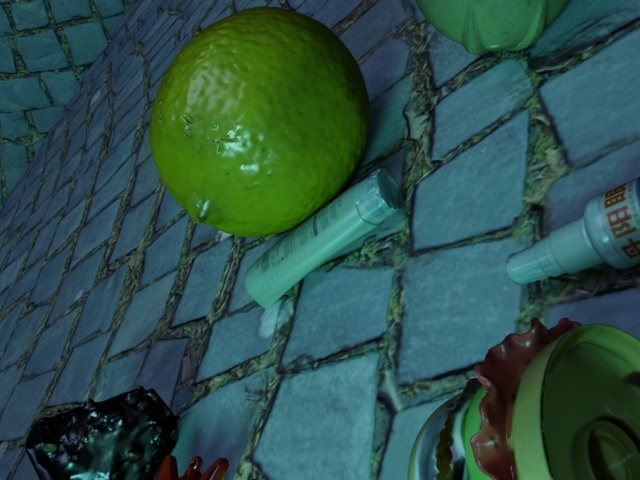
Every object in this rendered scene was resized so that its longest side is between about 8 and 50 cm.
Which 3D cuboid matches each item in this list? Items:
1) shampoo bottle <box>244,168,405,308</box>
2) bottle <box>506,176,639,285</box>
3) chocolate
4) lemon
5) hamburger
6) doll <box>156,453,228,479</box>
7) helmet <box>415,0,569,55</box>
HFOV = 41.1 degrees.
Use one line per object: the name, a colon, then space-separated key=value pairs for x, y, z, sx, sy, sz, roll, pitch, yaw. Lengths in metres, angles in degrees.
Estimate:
shampoo bottle: x=0.000 y=0.000 z=0.935 sx=0.212 sy=0.049 sz=0.072 roll=-36 pitch=25 yaw=32
bottle: x=0.227 y=-0.014 z=0.596 sx=0.217 sy=0.060 sz=0.060 roll=-29 pitch=36 yaw=40
chocolate: x=-0.223 y=0.220 z=0.940 sx=0.133 sy=0.156 sz=0.156 roll=-38 pitch=29 yaw=2
lemon: x=-0.069 y=-0.136 z=0.986 sx=0.267 sy=0.267 sz=0.267 roll=-37 pitch=32 yaw=28
hamburger: x=0.128 y=0.139 z=0.472 sx=0.137 sy=0.175 sz=0.175 roll=-43 pitch=26 yaw=47
doll: x=-0.147 y=0.288 z=0.820 sx=0.109 sy=0.057 sz=0.169 roll=-13 pitch=46 yaw=48
helmet: x=0.177 y=-0.264 z=0.880 sx=0.204 sy=0.137 sz=0.257 roll=-4 pitch=25 yaw=9
